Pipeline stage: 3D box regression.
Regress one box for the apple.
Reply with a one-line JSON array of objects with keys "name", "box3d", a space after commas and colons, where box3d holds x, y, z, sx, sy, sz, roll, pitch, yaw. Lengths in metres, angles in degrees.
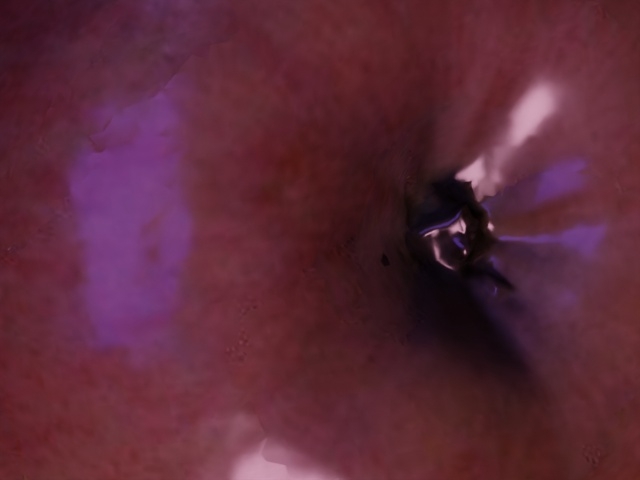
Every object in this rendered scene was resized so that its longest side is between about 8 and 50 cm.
[{"name": "apple", "box3d": [0.000, 0.000, 0.545, 0.345, 0.269, 0.345, 0, 86, -6]}]
